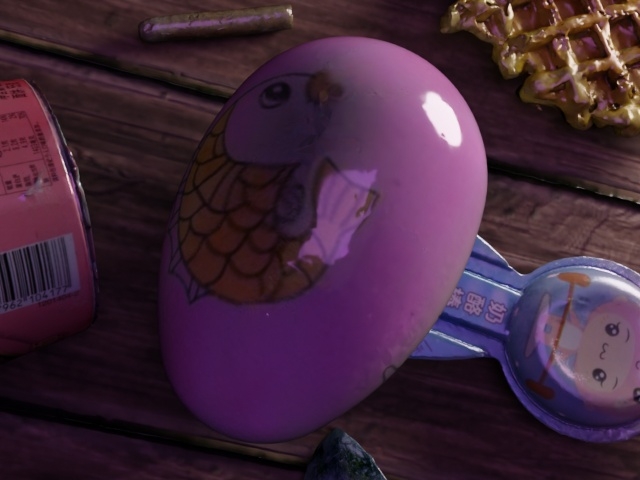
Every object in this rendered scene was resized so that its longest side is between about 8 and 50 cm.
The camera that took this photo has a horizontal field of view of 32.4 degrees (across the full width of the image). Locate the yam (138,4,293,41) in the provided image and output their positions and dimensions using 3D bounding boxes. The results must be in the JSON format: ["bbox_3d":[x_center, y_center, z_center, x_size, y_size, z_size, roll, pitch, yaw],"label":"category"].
[{"bbox_3d":[-0.076,-0.159,0.811,0.116,0.021,0.021,-9,83,-14],"label":"yam"}]

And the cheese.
[{"bbox_3d":[0.169,0.067,0.806,0.244,0.052,0.135,21,77,-8],"label":"cheese"}]

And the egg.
[{"bbox_3d":[0.000,0.000,0.713,0.196,0.196,0.271,15,83,-9],"label":"egg"}]

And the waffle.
[{"bbox_3d":[0.220,-0.206,0.864,0.245,0.052,0.254,22,76,-6],"label":"waffle"}]

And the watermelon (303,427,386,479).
[{"bbox_3d":[0.026,0.173,0.770,0.061,0.085,0.085,30,72,-47],"label":"watermelon"}]

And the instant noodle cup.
[{"bbox_3d":[-0.275,0.010,0.655,0.255,0.244,0.244,-17,84,-22],"label":"instant noodle cup"}]
